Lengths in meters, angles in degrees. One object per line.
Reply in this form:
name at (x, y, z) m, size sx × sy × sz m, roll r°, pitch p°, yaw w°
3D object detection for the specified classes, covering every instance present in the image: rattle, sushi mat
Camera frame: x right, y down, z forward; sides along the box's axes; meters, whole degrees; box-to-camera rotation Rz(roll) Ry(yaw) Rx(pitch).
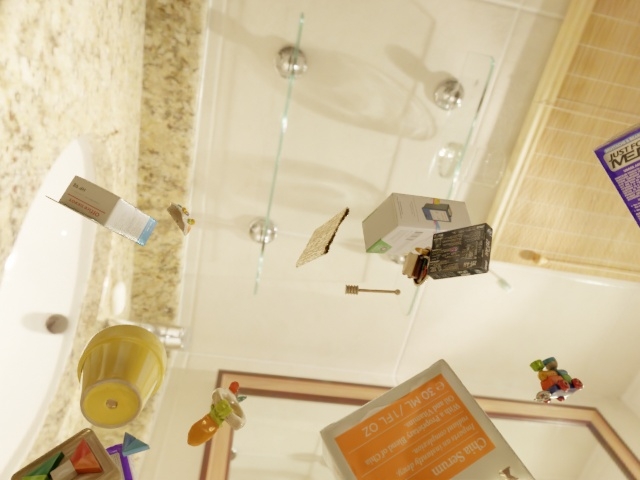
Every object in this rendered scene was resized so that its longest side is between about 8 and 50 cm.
rattle at (-0.282, 0.483, 1.309) m, size 0.142 × 0.130 × 0.200 m, roll -57°, pitch -166°, yaw -3°
sushi mat at (0.000, 0.000, 1.401) m, size 0.151 × 0.019 × 0.316 m, roll -60°, pitch -170°, yaw -18°

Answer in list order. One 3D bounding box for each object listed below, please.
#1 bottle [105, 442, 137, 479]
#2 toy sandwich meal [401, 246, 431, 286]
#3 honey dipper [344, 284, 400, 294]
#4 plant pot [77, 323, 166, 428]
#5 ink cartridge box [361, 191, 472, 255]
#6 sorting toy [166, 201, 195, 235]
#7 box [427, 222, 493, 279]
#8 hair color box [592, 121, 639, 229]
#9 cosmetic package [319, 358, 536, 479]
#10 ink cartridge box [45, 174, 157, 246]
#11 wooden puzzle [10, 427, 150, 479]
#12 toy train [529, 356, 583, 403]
bottle at (-0.543, 0.711, 1.294) m, size 0.282 × 0.092 × 0.118 m, roll 52°, pitch -37°, yaw 40°
toy sandwich meal at (0.180, 0.045, 0.864) m, size 0.085 × 0.029 × 0.085 m, roll -162°, pitch -90°, yaw -82°
honey dipper at (0.151, 0.146, 1.347) m, size 0.030 × 0.161 × 0.030 m, roll -176°, pitch -90°, yaw -88°
plant pot at (-0.598, 0.414, 1.390) m, size 0.239 × 0.254 × 0.253 m, roll -124°, pitch -137°, yaw -68°
ink cartridge box at (0.230, -0.031, 1.132) m, size 0.154 × 0.213 × 0.093 m, roll 132°, pitch -42°, yaw -56°
sorting toy at (-0.351, -0.065, 1.176) m, size 0.083 × 0.045 × 0.075 m, roll 52°, pitch -14°, yaw 10°
box at (0.186, 0.016, 0.630) m, size 0.083 × 0.018 × 0.067 m, roll -15°, pitch -129°, yaw 46°
hair color box at (0.663, -0.064, 0.878) m, size 0.110 × 0.185 × 0.338 m, roll -30°, pitch -94°, yaw 45°
cosmetic package at (0.205, 0.425, 0.640) m, size 0.453 × 0.230 × 0.161 m, roll 54°, pitch -18°, yaw 31°
ink cartridge box at (-0.389, -0.056, 0.852) m, size 0.060 × 0.104 × 0.180 m, roll -62°, pitch 167°, yaw -10°
wooden puzzle at (-0.203, 0.187, 0.370) m, size 0.116 × 0.079 × 0.014 m, roll -35°, pitch 128°, yaw -39°
toy train at (0.777, 0.477, 1.627) m, size 0.105 × 0.248 × 0.143 m, roll -57°, pitch -140°, yaw 34°
